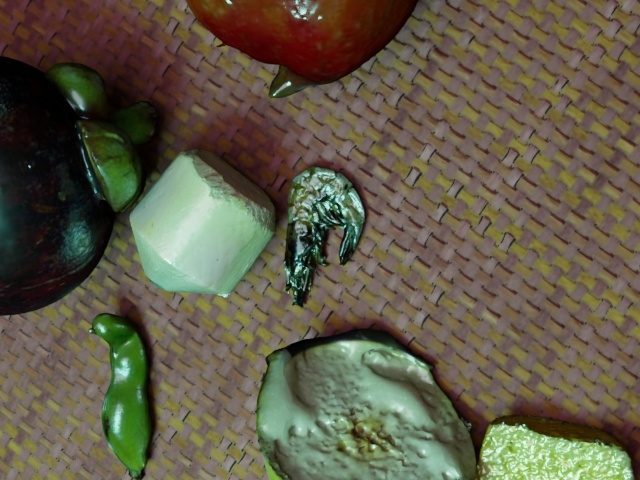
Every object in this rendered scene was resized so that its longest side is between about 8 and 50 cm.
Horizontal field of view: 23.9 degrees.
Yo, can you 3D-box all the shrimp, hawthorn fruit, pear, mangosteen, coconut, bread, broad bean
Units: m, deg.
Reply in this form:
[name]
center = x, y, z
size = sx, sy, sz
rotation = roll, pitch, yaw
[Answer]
[shrimp]
center = 0.000, 0.000, 1.676
size = 0.091, 0.034, 0.161
rotation = 11, 100, 16
[hawthorn fruit]
center = -0.013, -0.320, 1.519
size = 0.295, 0.295, 0.311
rotation = -24, 90, 19
[pear]
center = 0.024, 0.247, 1.633
size = 0.267, 0.267, 0.178
rotation = 36, 133, 11
[mangosteen]
center = -0.337, -0.062, 1.664
size = 0.300, 0.300, 0.300
rotation = 2, 98, 18
[coconut]
center = -0.136, -0.010, 1.662
size = 0.147, 0.147, 0.153
rotation = 38, 100, 10
[bread]
center = 0.256, 0.247, 1.610
size = 0.187, 0.065, 0.103
rotation = 9, 98, 18
[broad bean]
center = -0.227, 0.183, 1.761
size = 0.048, 0.070, 0.214
rotation = 4, 109, 44
